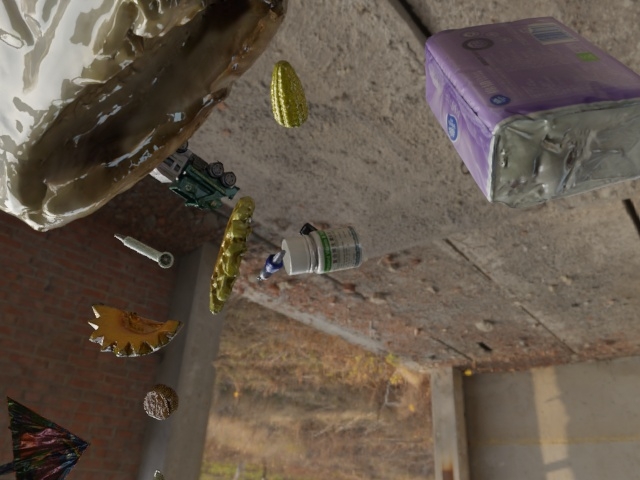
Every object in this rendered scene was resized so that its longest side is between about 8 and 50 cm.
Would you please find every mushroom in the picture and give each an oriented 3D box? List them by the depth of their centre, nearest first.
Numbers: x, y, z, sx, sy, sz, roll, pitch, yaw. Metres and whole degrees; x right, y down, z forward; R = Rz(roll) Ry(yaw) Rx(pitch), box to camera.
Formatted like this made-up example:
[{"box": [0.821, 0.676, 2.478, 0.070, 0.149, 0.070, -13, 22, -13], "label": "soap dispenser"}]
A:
[{"box": [-0.252, -0.207, 0.625, 0.224, 0.313, 0.397, 42, 116, 2], "label": "mushroom"}]

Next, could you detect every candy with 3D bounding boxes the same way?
[{"box": [-0.096, -0.421, 1.468, 0.094, 0.106, 0.199, 29, 151, 29], "label": "candy"}]

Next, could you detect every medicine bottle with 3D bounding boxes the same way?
[{"box": [0.005, 0.033, 1.615, 0.236, 0.139, 0.139, -7, 155, -16], "label": "medicine bottle"}]

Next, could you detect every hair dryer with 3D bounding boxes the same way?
[{"box": [-0.487, 0.022, 1.408, 0.183, 0.044, 0.155, 29, 167, -14], "label": "hair dryer"}]

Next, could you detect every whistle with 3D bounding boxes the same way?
[{"box": [-0.079, 0.042, 0.866, 0.033, 0.029, 0.083, -18, 157, -44], "label": "whistle"}]

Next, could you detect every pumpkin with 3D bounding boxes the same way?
[{"box": [-0.510, 0.271, 1.436, 0.253, 0.131, 0.149, 10, 157, 3], "label": "pumpkin"}]

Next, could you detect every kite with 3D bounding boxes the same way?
[{"box": [-0.699, 0.536, 1.296, 0.233, 0.322, 0.016, -3, 156, -38], "label": "kite"}]

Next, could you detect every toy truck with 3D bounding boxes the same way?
[{"box": [-0.307, -0.149, 1.223, 0.216, 0.116, 0.110, 37, 161, -35], "label": "toy truck"}]

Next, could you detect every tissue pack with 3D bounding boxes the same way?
[{"box": [0.324, -0.214, 0.813, 0.241, 0.339, 0.160, -9, 131, 0], "label": "tissue pack"}]

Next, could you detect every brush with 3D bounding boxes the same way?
[{"box": [0.000, 0.000, 2.159, 0.193, 0.016, 0.063, 35, 109, -11], "label": "brush"}]

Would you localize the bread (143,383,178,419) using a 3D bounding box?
[{"box": [-0.389, 0.393, 1.270, 0.084, 0.085, 0.053, -7, -169, 18], "label": "bread"}]

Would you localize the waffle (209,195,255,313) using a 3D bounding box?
[{"box": [-0.198, 0.030, 1.134, 0.056, 0.262, 0.250, 14, -169, -11], "label": "waffle"}]

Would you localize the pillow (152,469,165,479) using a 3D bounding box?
[{"box": [-0.298, 0.586, 0.900, 0.074, 0.303, 0.185, 9, 133, -26], "label": "pillow"}]
